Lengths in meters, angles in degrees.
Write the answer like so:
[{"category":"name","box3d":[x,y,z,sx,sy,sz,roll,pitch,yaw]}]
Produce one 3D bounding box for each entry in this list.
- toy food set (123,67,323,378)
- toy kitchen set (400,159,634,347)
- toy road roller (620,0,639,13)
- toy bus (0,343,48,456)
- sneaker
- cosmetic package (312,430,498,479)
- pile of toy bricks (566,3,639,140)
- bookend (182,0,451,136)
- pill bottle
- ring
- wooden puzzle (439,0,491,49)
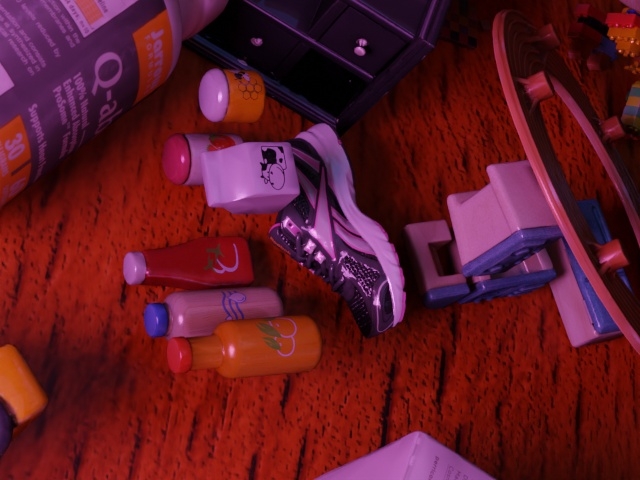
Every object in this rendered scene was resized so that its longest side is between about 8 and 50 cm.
[{"category":"toy food set","box3d":[-0.083,-0.009,0.883,0.104,0.111,0.232,-2,72,-30]},{"category":"toy kitchen set","box3d":[0.192,0.015,0.992,0.207,0.166,0.122,-8,73,-31]},{"category":"toy road roller","box3d":[0.168,-0.289,1.044,0.240,0.202,0.329,-42,63,-4]},{"category":"toy bus","box3d":[-0.323,0.143,0.687,0.333,0.108,0.130,-33,85,-35]},{"category":"sneaker","box3d":[0.000,0.000,0.963,0.077,0.072,0.178,-18,70,-22]},{"category":"cosmetic package","box3d":[0.138,0.300,0.818,0.365,0.197,0.155,34,56,-14]},{"category":"pile of toy bricks","box3d":[0.317,-0.143,1.185,0.212,0.118,0.105,20,88,-38]},{"category":"bookend","box3d":[-0.003,-0.178,0.976,0.156,0.157,0.072,30,57,-15]},{"category":"pill bottle","box3d":[-0.196,-0.142,0.851,0.162,0.162,0.278,48,55,-2]},{"category":"ring","box3d":[0.236,-0.044,1.018,0.336,0.032,0.336,48,27,-34]},{"category":"wooden puzzle","box3d":[0.122,-0.205,1.149,0.083,0.006,0.049,15,62,-23]}]
